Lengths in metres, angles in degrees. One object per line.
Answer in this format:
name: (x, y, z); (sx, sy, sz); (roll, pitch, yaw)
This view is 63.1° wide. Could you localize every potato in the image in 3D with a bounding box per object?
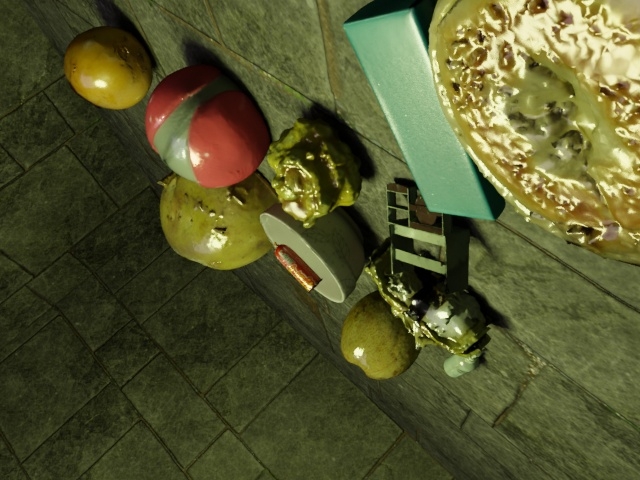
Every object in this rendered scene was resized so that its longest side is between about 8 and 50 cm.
potato: (-0.334, -0.085, 1.620); (0.442, 0.319, 0.385); (22, 152, 50)

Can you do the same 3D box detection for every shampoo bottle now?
shampoo bottle: (0.345, 0.290, 1.250); (0.056, 0.056, 0.195); (42, 164, 15)

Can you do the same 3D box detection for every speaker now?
speaker: (-0.259, -0.262, 1.240); (0.294, 0.294, 0.294); (42, 163, 16)

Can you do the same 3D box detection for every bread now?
bread: (0.227, -0.118, 0.389); (0.306, 0.159, 0.305); (40, 159, 19)

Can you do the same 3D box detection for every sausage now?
sausage: (-0.059, 0.055, 1.214); (0.145, 0.048, 0.050); (46, 159, 10)

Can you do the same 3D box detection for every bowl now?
bowl: (0.000, 0.000, 1.266); (0.287, 0.144, 0.287); (41, 163, 15)

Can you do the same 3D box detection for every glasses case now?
glasses case: (0.147, -0.160, 0.663); (0.117, 0.070, 0.301); (16, 145, 49)

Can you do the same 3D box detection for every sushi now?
sushi: (0.208, 0.119, 1.049); (0.291, 0.139, 0.131); (44, 156, 14)

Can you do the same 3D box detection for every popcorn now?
popcorn: (-0.018, -0.132, 0.988); (0.197, 0.156, 0.197); (46, 155, 29)

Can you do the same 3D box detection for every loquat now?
loquat: (-0.588, -0.479, 1.455); (0.235, 0.235, 0.235); (42, 163, 16)

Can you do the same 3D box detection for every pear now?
pear: (0.152, 0.247, 1.352); (0.188, 0.211, 0.229); (53, 164, -28)

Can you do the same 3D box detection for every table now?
table: (0.184, -0.012, 0.905); (0.146, 0.063, 0.175); (20, 117, 57)
